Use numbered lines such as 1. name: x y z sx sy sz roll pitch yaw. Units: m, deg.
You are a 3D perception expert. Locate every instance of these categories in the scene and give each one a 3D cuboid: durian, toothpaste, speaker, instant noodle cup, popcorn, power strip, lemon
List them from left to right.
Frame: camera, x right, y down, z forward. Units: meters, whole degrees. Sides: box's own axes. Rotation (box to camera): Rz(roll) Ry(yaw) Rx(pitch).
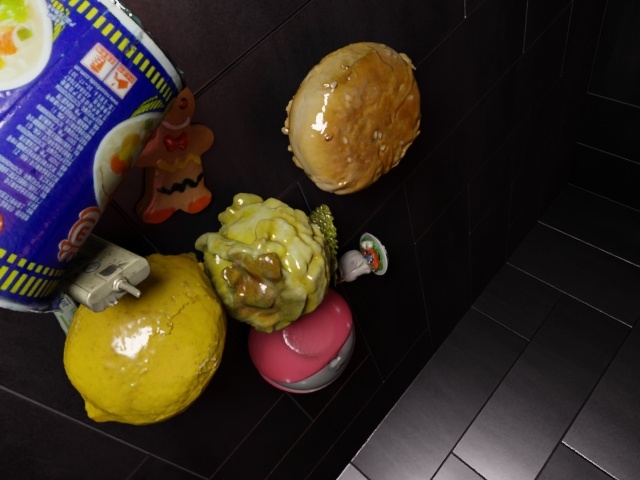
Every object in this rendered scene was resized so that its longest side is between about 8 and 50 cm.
1. instant noodle cup: -0.321 -0.122 0.553 0.312 0.284 0.284 -54 147 -9
2. toothpaste: -0.426 0.104 0.818 0.048 0.029 0.197 -40 146 -31
3. power strip: -0.324 0.034 0.681 0.092 0.268 0.034 -43 136 -35
4. lemon: -0.285 0.162 0.844 0.310 0.253 0.253 -64 150 -19
5. popcorn: -0.116 0.049 0.985 0.293 0.293 0.237 82 12 -44
6. speaker: -0.043 0.257 1.308 0.294 0.294 0.294 -32 139 -33
7. durian: -0.009 -0.001 1.158 0.095 0.221 0.137 -13 123 -8

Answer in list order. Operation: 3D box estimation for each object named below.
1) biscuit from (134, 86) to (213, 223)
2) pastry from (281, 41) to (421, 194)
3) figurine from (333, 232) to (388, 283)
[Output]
1. biscuit: -0.249 -0.145 0.840 0.165 0.036 0.250 -24 134 -42
2. pastry: 0.058 -0.251 1.014 0.316 0.184 0.284 -45 134 -18
3. figurine: 0.095 0.060 1.398 0.153 0.132 0.132 -22 134 -24
